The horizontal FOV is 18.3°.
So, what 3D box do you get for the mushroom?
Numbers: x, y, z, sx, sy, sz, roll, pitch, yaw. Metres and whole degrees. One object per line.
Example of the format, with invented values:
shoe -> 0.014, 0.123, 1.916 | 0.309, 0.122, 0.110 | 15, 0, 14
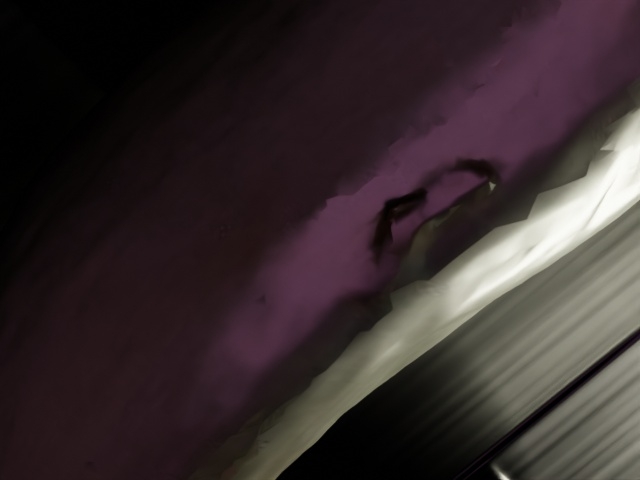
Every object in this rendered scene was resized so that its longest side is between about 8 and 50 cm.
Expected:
mushroom -> -0.001, 0.001, 0.607 | 0.397, 0.126, 0.177 | -42, 143, 2
